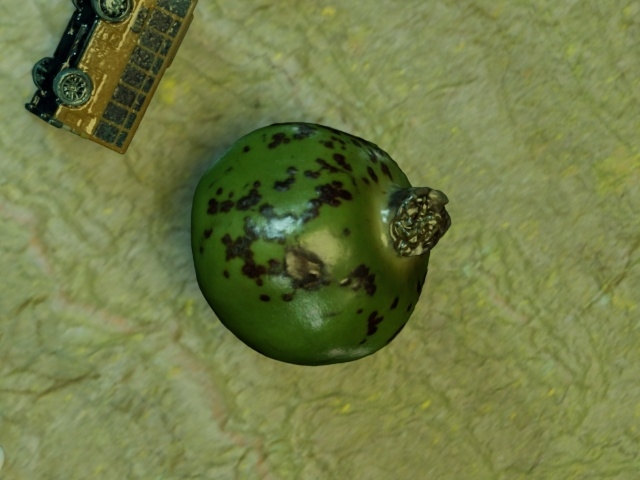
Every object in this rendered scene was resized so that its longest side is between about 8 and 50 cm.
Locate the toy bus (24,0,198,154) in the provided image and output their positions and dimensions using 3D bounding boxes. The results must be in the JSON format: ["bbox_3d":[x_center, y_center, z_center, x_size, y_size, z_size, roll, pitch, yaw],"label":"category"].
[{"bbox_3d":[-0.191,-0.181,1.184,0.103,0.091,0.182,25,92,-32],"label":"toy bus"}]

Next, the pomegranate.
[{"bbox_3d":[0.000,0.000,1.228,0.254,0.270,0.254,19,64,-46],"label":"pomegranate"}]

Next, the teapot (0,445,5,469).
[{"bbox_3d":[-0.379,0.288,1.207,0.226,0.092,0.145,-47,119,-13],"label":"teapot"}]
